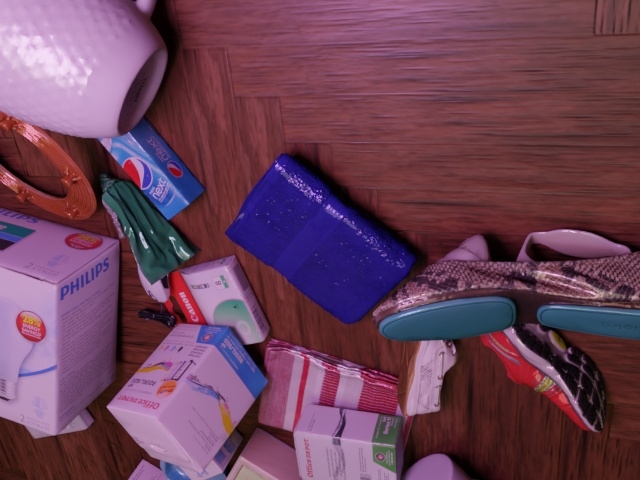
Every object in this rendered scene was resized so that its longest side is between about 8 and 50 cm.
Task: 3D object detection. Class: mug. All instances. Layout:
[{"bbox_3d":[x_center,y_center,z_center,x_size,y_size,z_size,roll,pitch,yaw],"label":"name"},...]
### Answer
[{"bbox_3d":[-0.406,-0.359,1.097,0.328,0.276,0.374,29,93,-4],"label":"mug"}]

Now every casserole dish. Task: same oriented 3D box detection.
[{"bbox_3d":[-0.302,0.567,1.688,0.188,0.037,0.114,16,122,10],"label":"casserole dish"}]

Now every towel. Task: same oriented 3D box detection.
[{"bbox_3d":[0.000,0.000,1.250,0.308,0.076,0.227,38,130,-4],"label":"towel"},{"bbox_3d":[0.029,0.348,1.450,0.329,0.037,0.237,15,123,11],"label":"towel"}]

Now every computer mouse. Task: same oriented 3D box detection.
[{"bbox_3d":[-0.348,0.095,1.421,0.106,0.042,0.193,18,122,34],"label":"computer mouse"}]

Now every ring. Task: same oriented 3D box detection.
[{"bbox_3d":[-0.574,-0.148,1.301,0.337,0.032,0.336,24,151,14],"label":"ring"}]

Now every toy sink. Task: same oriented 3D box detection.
[{"bbox_3d":[-0.147,0.574,1.553,0.153,0.131,0.234,31,112,4],"label":"toy sink"}]

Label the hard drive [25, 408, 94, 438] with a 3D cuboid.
[{"bbox_3d":[-0.725,0.355,1.719,0.203,0.040,0.307,-16,111,26],"label":"hard drive"}]

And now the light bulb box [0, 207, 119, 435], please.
[{"bbox_3d":[-0.636,0.154,1.442,0.358,0.225,0.361,15,115,11],"label":"light bulb box"}]

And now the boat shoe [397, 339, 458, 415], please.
[{"bbox_3d":[0.207,0.205,1.281,0.096,0.098,0.277,1,118,-7],"label":"boat shoe"}]

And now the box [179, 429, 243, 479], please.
[{"bbox_3d":[-0.293,0.429,1.561,0.103,0.114,0.203,-31,104,32],"label":"box"}]

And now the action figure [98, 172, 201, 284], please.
[{"bbox_3d":[-0.353,-0.036,1.337,0.063,0.137,0.232,-32,95,44],"label":"action figure"}]

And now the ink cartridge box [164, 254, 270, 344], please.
[{"bbox_3d":[-0.236,0.139,1.418,0.225,0.056,0.181,-15,111,24],"label":"ink cartridge box"}]

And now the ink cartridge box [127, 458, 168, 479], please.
[{"bbox_3d":[-0.399,0.698,1.757,0.237,0.100,0.172,30,123,3],"label":"ink cartridge box"}]

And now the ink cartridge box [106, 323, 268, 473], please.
[{"bbox_3d":[-0.263,0.308,1.377,0.171,0.232,0.168,-2,128,41],"label":"ink cartridge box"}]

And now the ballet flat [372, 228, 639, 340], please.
[{"bbox_3d":[0.328,0.069,1.108,0.483,0.182,0.164,-3,149,13],"label":"ballet flat"}]

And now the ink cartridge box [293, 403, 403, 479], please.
[{"bbox_3d":[0.061,0.429,1.416,0.208,0.087,0.153,5,123,15],"label":"ink cartridge box"}]

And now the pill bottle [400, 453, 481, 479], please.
[{"bbox_3d":[0.327,0.630,1.388,0.392,0.224,0.224,44,123,-8],"label":"pill bottle"}]

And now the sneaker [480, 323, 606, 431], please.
[{"bbox_3d":[0.400,0.233,1.234,0.279,0.107,0.118,47,140,-5],"label":"sneaker"}]

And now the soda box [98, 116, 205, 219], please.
[{"bbox_3d":[-0.315,-0.146,1.275,0.067,0.071,0.210,-32,104,31],"label":"soda box"}]
